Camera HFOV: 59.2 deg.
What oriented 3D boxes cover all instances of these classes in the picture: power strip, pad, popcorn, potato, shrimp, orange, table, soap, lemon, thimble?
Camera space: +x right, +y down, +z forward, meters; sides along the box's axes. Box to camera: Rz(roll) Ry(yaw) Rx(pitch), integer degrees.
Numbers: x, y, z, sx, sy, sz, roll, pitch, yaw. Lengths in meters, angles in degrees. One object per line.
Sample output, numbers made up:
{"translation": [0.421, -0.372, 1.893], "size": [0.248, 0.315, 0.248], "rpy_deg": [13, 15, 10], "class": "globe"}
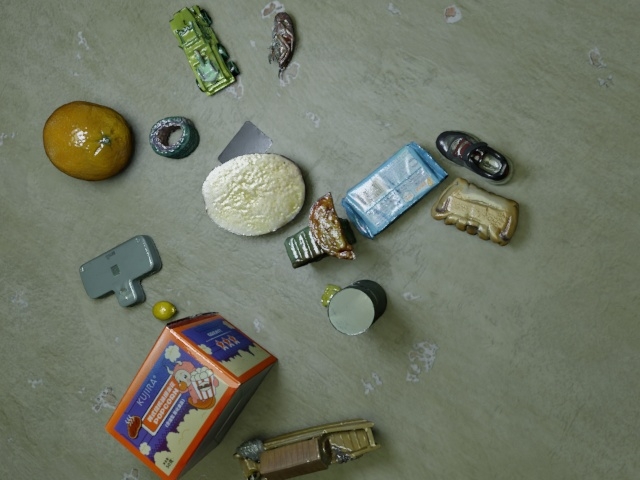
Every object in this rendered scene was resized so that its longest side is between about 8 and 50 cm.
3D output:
{"translation": [-0.626, 0.116, 1.789], "size": [0.265, 0.059, 0.193], "rpy_deg": [-25, 81, 13], "class": "power strip"}
{"translation": [-0.231, -0.275, 1.719], "size": [0.112, 0.003, 0.157], "rpy_deg": [42, 100, 9], "class": "pad"}
{"translation": [0.035, 0.164, 1.635], "size": [0.060, 0.068, 0.083], "rpy_deg": [15, 55, -10], "class": "popcorn"}
{"translation": [-0.188, -0.134, 1.656], "size": [0.299, 0.116, 0.238], "rpy_deg": [-16, 94, 2], "class": "potato"}
{"translation": [-0.115, -0.572, 1.655], "size": [0.073, 0.075, 0.190], "rpy_deg": [3, 103, -18], "class": "shrimp"}
{"translation": [-0.695, -0.300, 1.696], "size": [0.265, 0.264, 0.263], "rpy_deg": [0, 91, 13], "class": "orange"}
{"translation": [0.104, 0.179, 1.534], "size": [0.127, 0.220, 0.126], "rpy_deg": [1, 92, 15], "class": "table"}
{"translation": [0.200, -0.141, 1.579], "size": [0.293, 0.077, 0.156], "rpy_deg": [-38, 83, 12], "class": "soap"}
{"translation": [-0.487, 0.218, 1.756], "size": [0.083, 0.062, 0.062], "rpy_deg": [-6, 89, 14], "class": "lemon"}
{"translation": [-0.448, -0.313, 1.726], "size": [0.135, 0.090, 0.118], "rpy_deg": [-20, 89, 11], "class": "thimble"}

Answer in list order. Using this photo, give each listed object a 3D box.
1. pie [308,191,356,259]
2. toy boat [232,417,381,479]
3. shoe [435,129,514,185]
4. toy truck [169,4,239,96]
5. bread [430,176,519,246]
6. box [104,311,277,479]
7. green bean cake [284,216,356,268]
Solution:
{"translation": [0.020, -0.025, 1.467], "size": [0.088, 0.033, 0.191], "rpy_deg": [-24, 79, 13], "class": "pie"}
{"translation": [-0.045, 0.599, 1.605], "size": [0.446, 0.162, 0.135], "rpy_deg": [-19, 84, 13], "class": "toy boat"}
{"translation": [0.415, -0.230, 1.509], "size": [0.228, 0.112, 0.099], "rpy_deg": [31, 99, 9], "class": "shoe"}
{"translation": [-0.361, -0.580, 1.679], "size": [0.128, 0.135, 0.259], "rpy_deg": [-26, 81, 12], "class": "toy truck"}
{"translation": [0.423, -0.077, 1.526], "size": [0.225, 0.081, 0.134], "rpy_deg": [26, 91, 14], "class": "bread"}
{"translation": [-0.355, 0.425, 1.597], "size": [0.257, 0.318, 0.348], "rpy_deg": [35, 99, 12], "class": "box"}
{"translation": [0.000, 0.000, 1.577], "size": [0.173, 0.181, 0.094], "rpy_deg": [-26, 83, 15], "class": "green bean cake"}
